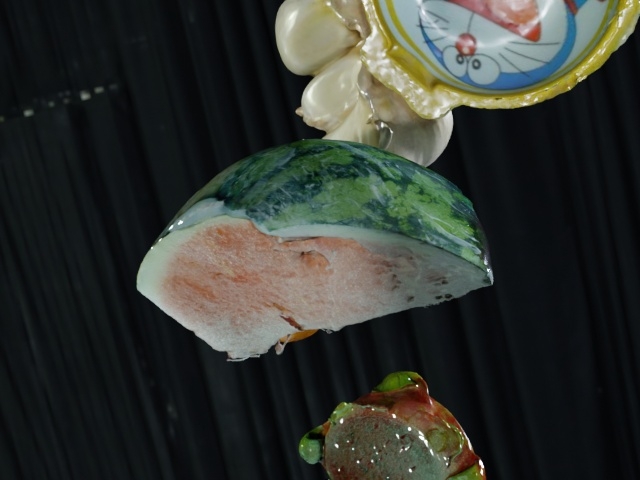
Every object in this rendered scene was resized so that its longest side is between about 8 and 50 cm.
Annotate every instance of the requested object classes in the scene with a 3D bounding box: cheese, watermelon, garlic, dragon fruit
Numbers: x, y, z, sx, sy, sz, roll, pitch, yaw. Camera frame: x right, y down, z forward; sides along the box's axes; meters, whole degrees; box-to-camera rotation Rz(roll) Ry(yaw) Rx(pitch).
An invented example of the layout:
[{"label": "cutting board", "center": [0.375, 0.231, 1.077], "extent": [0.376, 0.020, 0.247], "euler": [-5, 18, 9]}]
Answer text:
[{"label": "cheese", "center": [0.128, -0.191, 0.682], "extent": [0.270, 0.177, 0.069], "euler": [-49, -1, 19]}, {"label": "watermelon", "center": [0.000, 0.000, 0.988], "extent": [0.305, 0.180, 0.224], "euler": [-17, 5, 39]}, {"label": "garlic", "center": [0.053, -0.185, 1.243], "extent": [0.185, 0.281, 0.203], "euler": [-18, -7, -31]}, {"label": "dragon fruit", "center": [0.115, 0.344, 1.768], "extent": [0.295, 0.268, 0.130], "euler": [21, 21, 23]}]

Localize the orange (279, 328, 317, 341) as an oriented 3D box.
[{"label": "orange", "center": [-0.059, 0.048, 1.593], "extent": [0.161, 0.193, 0.193], "euler": [-15, 5, 17]}]
